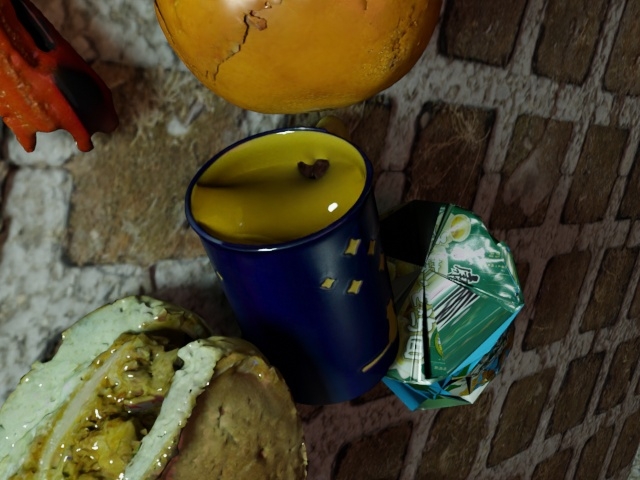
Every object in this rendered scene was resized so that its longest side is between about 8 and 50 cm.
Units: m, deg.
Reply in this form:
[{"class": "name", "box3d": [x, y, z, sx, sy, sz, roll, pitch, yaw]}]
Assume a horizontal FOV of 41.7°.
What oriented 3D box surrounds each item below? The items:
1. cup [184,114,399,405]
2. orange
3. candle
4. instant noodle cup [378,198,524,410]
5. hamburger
[{"class": "cup", "box3d": [0.012, 0.011, 0.879, 0.255, 0.178, 0.256, -42, 139, -25]}, {"class": "orange", "box3d": [-0.017, -0.214, 0.679, 0.240, 0.240, 0.240, -26, 128, -40]}, {"class": "candle", "box3d": [-0.238, -0.166, 0.583, 0.084, 0.059, 0.301, -61, 146, -26]}, {"class": "instant noodle cup", "box3d": [0.140, 0.090, 1.048, 0.240, 0.240, 0.178, -56, 149, -12]}, {"class": "hamburger", "box3d": [-0.151, 0.236, 0.769, 0.318, 0.195, 0.276, -56, 137, -22]}]
